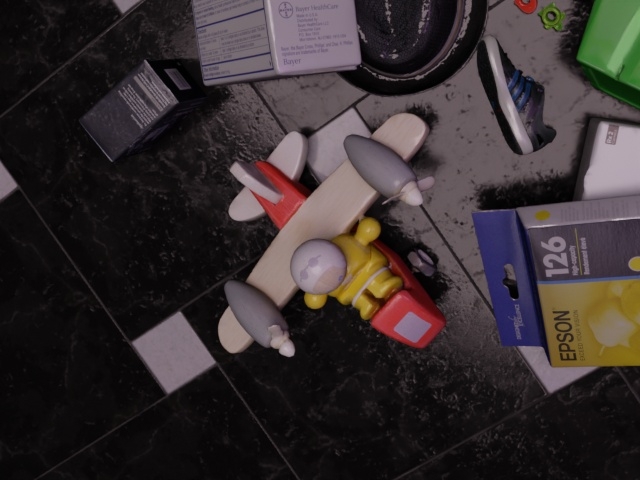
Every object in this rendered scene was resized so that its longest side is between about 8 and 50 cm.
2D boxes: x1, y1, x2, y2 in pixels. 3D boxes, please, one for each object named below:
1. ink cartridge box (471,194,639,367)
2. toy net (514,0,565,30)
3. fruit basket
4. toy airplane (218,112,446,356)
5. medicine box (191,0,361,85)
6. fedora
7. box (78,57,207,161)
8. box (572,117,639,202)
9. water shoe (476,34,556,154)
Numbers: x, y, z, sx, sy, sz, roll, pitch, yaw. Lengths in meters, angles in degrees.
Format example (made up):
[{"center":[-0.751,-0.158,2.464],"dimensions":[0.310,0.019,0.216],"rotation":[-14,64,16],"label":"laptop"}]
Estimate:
[{"center":[0.412,0.074,1.326],"dimensions":[0.307,0.072,0.303],"rotation":[-7,127,19],"label":"ink cartridge box"},{"center":[0.324,-0.443,1.331],"dimensions":[0.232,0.045,0.122],"rotation":[43,129,3],"label":"toy net"},{"center":[0.586,-0.322,1.169],"dimensions":[0.392,0.283,0.392],"rotation":[-2,85,25],"label":"fruit basket"},{"center":[0.000,0.000,1.367],"dimensions":[0.385,0.272,0.386],"rotation":[-2,102,12],"label":"toy airplane"},{"center":[-0.082,-0.391,1.292],"dimensions":[0.149,0.263,0.289],"rotation":[-13,102,-29],"label":"medicine box"},{"center":[0.109,-0.390,1.325],"dimensions":[0.334,0.152,0.334],"rotation":[2,102,10],"label":"fedora"},{"center":[-0.296,-0.223,1.439],"dimensions":[0.158,0.156,0.093],"rotation":[-37,94,16],"label":"box"},{"center":[0.499,-0.089,1.328],"dimensions":[0.182,0.119,0.180],"rotation":[10,104,9],"label":"box"},{"center":[0.315,-0.240,1.369],"dimensions":[0.080,0.073,0.203],"rotation":[-23,102,-5],"label":"water shoe"}]
